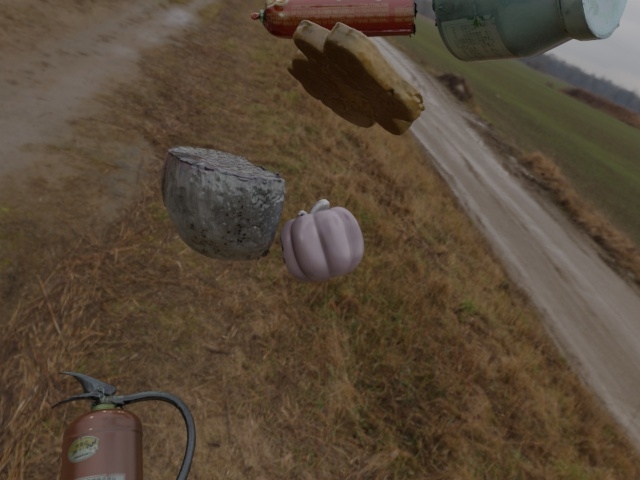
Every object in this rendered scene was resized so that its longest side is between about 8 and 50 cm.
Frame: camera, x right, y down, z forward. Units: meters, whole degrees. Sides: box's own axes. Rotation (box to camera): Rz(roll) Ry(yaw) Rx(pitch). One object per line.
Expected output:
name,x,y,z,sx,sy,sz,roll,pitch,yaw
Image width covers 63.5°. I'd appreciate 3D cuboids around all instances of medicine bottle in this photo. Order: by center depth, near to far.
medicine bottle,0.402,-0.476,0.988,0.245,0.244,0.290,2,9,-39

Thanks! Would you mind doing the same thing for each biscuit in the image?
biscuit,0.037,-0.202,0.656,0.184,0.035,0.249,38,-3,-17

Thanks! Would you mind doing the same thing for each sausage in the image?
sausage,0.021,-0.360,0.829,0.264,0.083,0.083,-5,32,-8

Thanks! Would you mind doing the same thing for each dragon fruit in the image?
dragon fruit,-0.228,-0.072,1.087,0.204,0.221,0.283,-3,24,-33

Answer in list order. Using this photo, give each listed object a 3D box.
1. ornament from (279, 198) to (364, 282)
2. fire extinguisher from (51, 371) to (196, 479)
ornament,0.000,0.000,1.071,0.178,0.177,0.177,20,26,-10
fire extinguisher,-0.289,0.369,0.760,0.200,0.113,0.376,18,44,-42
